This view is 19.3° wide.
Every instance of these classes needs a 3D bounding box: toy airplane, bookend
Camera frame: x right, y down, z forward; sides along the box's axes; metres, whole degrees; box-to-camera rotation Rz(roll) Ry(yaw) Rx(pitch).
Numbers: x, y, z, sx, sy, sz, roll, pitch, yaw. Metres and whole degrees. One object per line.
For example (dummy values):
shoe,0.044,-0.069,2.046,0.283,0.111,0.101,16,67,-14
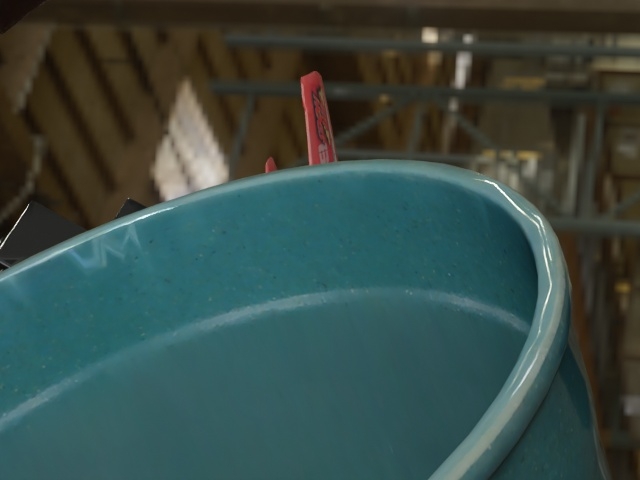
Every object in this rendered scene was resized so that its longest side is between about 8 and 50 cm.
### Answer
toy airplane,0.000,0.000,0.830,0.151,0.028,0.151,-12,-90,-84
bookend,-0.168,0.026,1.359,0.072,0.156,0.157,-62,3,-36

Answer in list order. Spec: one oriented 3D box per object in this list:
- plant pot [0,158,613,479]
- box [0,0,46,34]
plant pot,-0.015,0.153,0.567,0.255,0.272,0.271,66,-153,-23
box,-0.195,-0.296,0.933,0.191,0.381,0.143,-38,-36,-8
